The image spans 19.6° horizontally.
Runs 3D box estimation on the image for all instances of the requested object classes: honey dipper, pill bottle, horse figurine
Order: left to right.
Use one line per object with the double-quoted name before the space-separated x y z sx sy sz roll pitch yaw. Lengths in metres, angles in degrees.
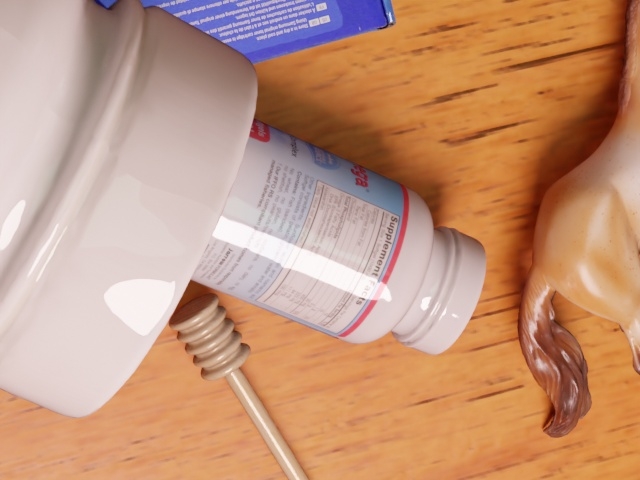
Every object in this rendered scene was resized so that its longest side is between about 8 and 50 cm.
"pill bottle" -0.220 -0.080 0.731 0.361 0.204 0.204 26 90 -16
"honey dipper" -0.026 0.100 0.981 0.030 0.030 0.161 -35 108 -9
"pill bottle" 0.000 0.000 0.943 0.160 0.087 0.087 23 91 -18
"horse figurine" 0.184 -0.016 1.005 0.174 0.066 0.263 38 84 -23

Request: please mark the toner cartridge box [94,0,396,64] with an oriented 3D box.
"toner cartridge box" -0.152 -0.138 0.888 0.347 0.075 0.165 -16 102 -13
